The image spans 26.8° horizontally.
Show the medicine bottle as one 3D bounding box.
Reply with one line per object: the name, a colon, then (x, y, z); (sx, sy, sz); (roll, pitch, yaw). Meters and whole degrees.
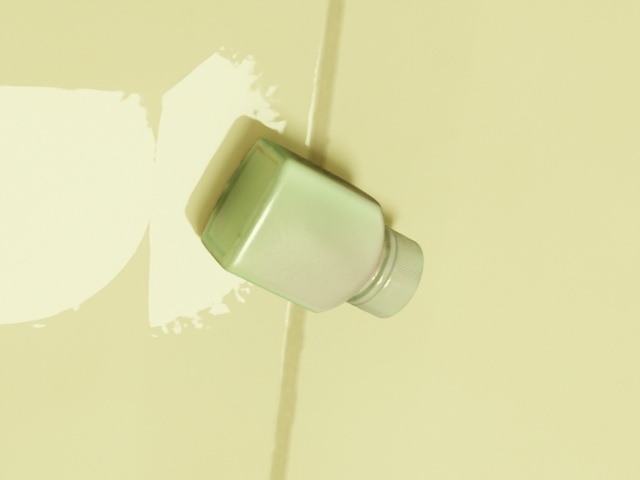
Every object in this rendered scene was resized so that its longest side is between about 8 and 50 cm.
medicine bottle: (0.000, 0.000, 0.777); (0.118, 0.055, 0.074); (26, 97, -28)
